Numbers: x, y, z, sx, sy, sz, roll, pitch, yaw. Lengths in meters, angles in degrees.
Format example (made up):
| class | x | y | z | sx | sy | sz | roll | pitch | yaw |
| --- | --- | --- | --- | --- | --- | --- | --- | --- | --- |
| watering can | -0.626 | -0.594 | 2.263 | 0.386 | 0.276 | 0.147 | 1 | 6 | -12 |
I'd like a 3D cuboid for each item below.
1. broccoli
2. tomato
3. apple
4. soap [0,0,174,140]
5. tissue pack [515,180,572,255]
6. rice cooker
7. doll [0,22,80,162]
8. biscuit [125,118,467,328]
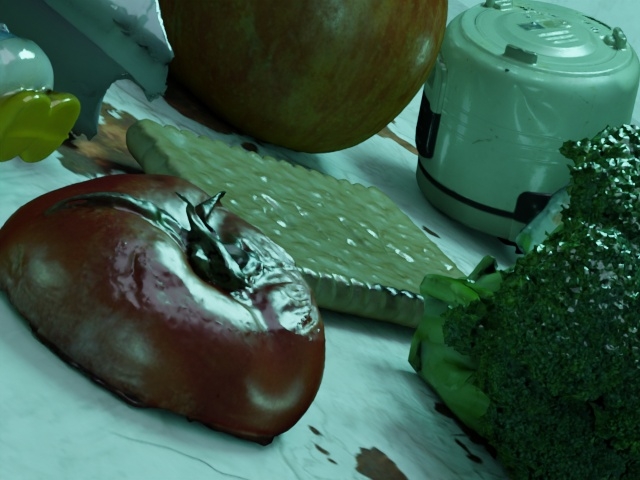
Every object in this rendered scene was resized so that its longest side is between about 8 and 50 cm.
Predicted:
| class | x | y | z | sx | sy | sz | roll | pitch | yaw |
| --- | --- | --- | --- | --- | --- | --- | --- | --- | --- |
| broccoli | 0.204 | 0.069 | 1.411 | 0.275 | 0.308 | 0.308 | 13 | 0 | 38 |
| tomato | -0.087 | 0.026 | 1.217 | 0.228 | 0.101 | 0.228 | 32 | 18 | -11 |
| apple | -0.030 | -0.221 | 1.844 | 0.301 | 0.301 | 0.301 | 30 | 15 | -9 |
| soap | -0.209 | -0.271 | 1.510 | 0.302 | 0.159 | 0.258 | 42 | 49 | -15 |
| tissue pack | 0.368 | 0.075 | 1.876 | 0.228 | 0.128 | 0.311 | 11 | 32 | -52 |
| rice cooker | 0.211 | -0.120 | 2.002 | 0.226 | 0.244 | 0.226 | 4 | 31 | -3 |
| doll | -0.302 | -0.171 | 1.323 | 0.314 | 0.141 | 0.177 | 39 | 13 | 13 |
| biscuit | 0.000 | 0.000 | 1.566 | 0.324 | 0.044 | 0.217 | 14 | 24 | -48 |
